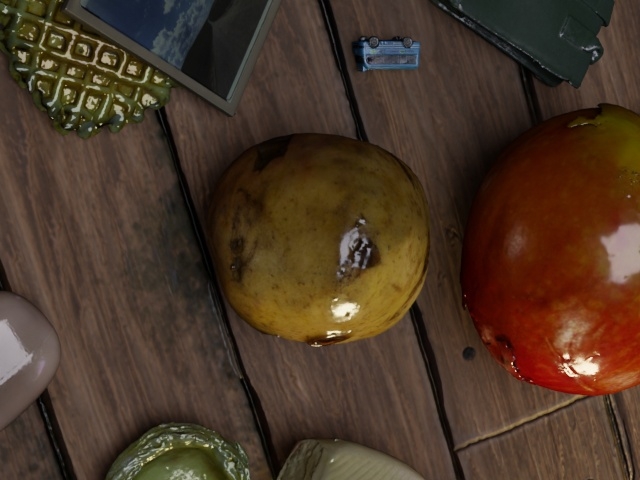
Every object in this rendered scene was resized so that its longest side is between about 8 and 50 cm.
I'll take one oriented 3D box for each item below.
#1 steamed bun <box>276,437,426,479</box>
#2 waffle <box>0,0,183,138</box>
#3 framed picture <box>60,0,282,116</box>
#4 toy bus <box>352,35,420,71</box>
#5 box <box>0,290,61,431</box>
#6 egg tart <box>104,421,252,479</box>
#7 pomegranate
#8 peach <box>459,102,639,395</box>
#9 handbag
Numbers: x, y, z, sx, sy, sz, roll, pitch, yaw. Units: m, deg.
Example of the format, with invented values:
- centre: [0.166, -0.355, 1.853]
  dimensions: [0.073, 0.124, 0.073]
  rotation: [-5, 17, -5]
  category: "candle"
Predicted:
- centre: [0.035, 0.349, 1.837]
  dimensions: [0.238, 0.152, 0.170]
  rotation: [31, 72, -35]
  category: "steamed bun"
- centre: [-0.269, -0.232, 1.706]
  dimensions: [0.207, 0.054, 0.214]
  rotation: [-28, 103, -18]
  category: "waffle"
- centre: [-0.170, -0.288, 1.715]
  dimensions: [0.260, 0.023, 0.189]
  rotation: [32, 72, -33]
  category: "framed picture"
- centre: [0.084, -0.240, 1.849]
  dimensions: [0.083, 0.038, 0.046]
  rotation: [-3, 99, -20]
  category: "toy bus"
- centre: [-0.400, 0.152, 1.677]
  dimensions: [0.200, 0.088, 0.146]
  rotation: [-42, 106, -11]
  category: "box"
- centre: [-0.182, 0.313, 1.782]
  dimensions: [0.197, 0.078, 0.197]
  rotation: [-1, 94, -19]
  category: "egg tart"
- centre: [0.000, 0.000, 1.725]
  dimensions: [0.281, 0.281, 0.281]
  rotation: [-2, 96, -21]
  category: "pomegranate"
- centre: [0.337, 0.020, 1.827]
  dimensions: [0.370, 0.370, 0.370]
  rotation: [-2, 96, -21]
  category: "peach"
- centre: [0.293, -0.363, 1.896]
  dimensions: [0.260, 0.079, 0.248]
  rotation: [30, 85, -21]
  category: "handbag"
